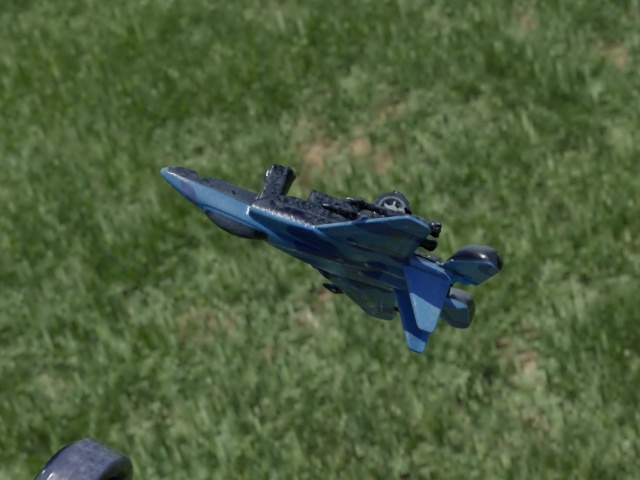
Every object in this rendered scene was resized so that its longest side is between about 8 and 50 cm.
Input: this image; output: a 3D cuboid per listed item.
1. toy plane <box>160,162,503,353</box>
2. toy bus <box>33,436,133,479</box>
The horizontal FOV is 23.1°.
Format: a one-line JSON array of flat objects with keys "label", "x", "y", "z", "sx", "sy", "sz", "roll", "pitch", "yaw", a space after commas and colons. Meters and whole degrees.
[{"label": "toy plane", "x": 0.003, "y": -0.006, "z": 1.118, "sx": 0.246, "sy": 0.169, "sz": 0.078, "roll": 29, "pitch": 65, "yaw": 8}, {"label": "toy bus", "x": -0.111, "y": 0.217, "z": 0.628, "sx": 0.203, "sy": 0.427, "sz": 0.233, "roll": 27, "pitch": 85, "yaw": 15}]
